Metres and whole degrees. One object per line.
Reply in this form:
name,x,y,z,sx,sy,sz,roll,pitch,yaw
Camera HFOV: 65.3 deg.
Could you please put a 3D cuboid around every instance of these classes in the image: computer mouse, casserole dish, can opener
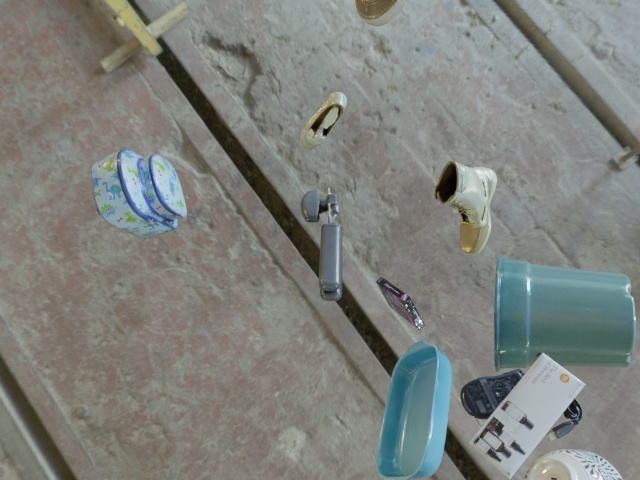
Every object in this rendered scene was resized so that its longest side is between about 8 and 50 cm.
computer mouse,0.468,0.390,1.170,0.262,0.060,0.184,-18,56,-11
casserole dish,0.123,0.221,0.638,0.037,0.114,0.188,26,57,-12
can opener,0.000,0.000,1.089,0.095,0.076,0.283,-1,50,4

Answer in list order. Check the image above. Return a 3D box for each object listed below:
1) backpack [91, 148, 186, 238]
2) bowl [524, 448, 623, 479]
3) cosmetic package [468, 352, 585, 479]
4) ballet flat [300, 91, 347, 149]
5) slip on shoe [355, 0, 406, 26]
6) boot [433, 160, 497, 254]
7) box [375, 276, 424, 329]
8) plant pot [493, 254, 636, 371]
backpack,-0.233,-0.065,0.650,0.084,0.114,0.105,-20,76,12
bowl,0.392,0.406,0.809,0.080,0.170,0.170,40,86,-22
cosmetic package,0.413,0.351,1.006,0.099,0.060,0.239,39,83,25
ballet flat,0.001,-0.253,1.097,0.057,0.168,0.052,21,44,-18
slip on shoe,0.055,-0.224,0.352,0.051,0.041,0.135,44,120,30
boot,0.331,-0.073,1.165,0.077,0.165,0.213,15,100,48
box,0.234,0.184,1.477,0.029,0.162,0.116,-35,118,-9
plant pot,0.672,0.212,1.409,0.334,0.341,0.341,0,82,21
